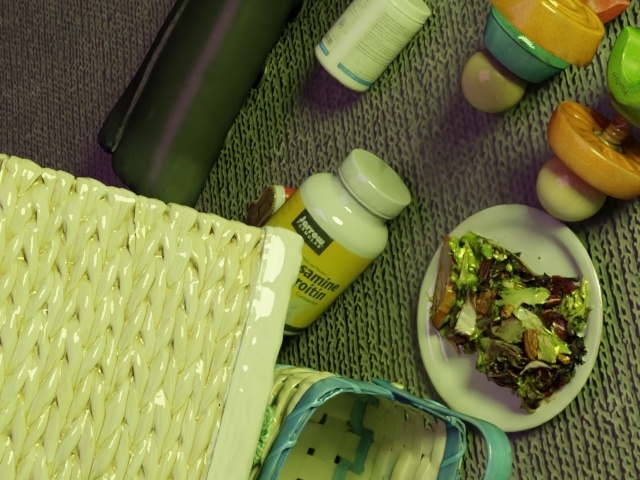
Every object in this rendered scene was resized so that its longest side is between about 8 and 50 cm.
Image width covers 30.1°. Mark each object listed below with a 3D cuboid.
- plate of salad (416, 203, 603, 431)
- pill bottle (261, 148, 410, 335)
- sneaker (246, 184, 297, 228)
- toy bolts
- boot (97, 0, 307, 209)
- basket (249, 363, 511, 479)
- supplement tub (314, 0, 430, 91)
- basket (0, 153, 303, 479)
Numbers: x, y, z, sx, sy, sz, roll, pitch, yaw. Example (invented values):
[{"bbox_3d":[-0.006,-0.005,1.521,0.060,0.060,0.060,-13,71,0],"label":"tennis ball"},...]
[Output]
[{"bbox_3d":[0.154,0.066,1.035,0.200,0.048,0.200,-9,77,44],"label":"plate of salad"},{"bbox_3d":[0.000,0.000,1.161,0.184,0.103,0.103,-47,53,23],"label":"pill bottle"},{"bbox_3d":[-0.036,-0.028,1.250,0.118,0.067,0.042,145,126,-66],"label":"sneaker"},{"bbox_3d":[0.177,-0.140,0.994,0.158,0.218,0.228,-52,32,28],"label":"toy bolts"},{"bbox_3d":[-0.076,-0.228,1.205,0.445,0.146,0.367,-56,18,11],"label":"boot"},{"bbox_3d":[0.029,0.240,1.005,0.289,0.201,0.255,19,91,53],"label":"basket"},{"bbox_3d":[0.051,-0.209,1.193,0.107,0.071,0.071,-47,53,22],"label":"supplement tub"},{"bbox_3d":[-0.219,0.131,1.044,0.328,0.266,0.331,-17,59,65],"label":"basket"}]
